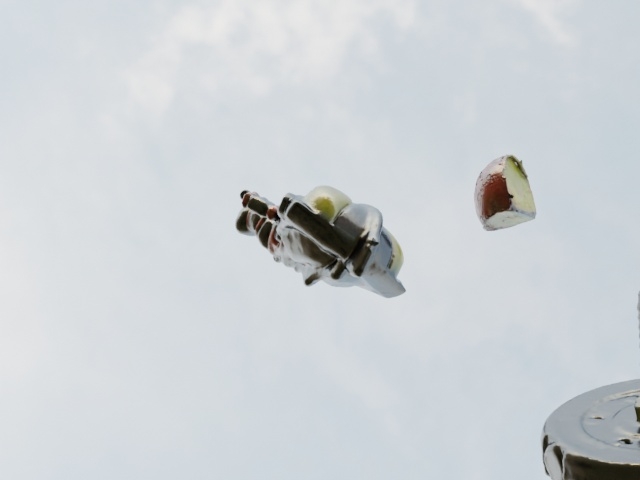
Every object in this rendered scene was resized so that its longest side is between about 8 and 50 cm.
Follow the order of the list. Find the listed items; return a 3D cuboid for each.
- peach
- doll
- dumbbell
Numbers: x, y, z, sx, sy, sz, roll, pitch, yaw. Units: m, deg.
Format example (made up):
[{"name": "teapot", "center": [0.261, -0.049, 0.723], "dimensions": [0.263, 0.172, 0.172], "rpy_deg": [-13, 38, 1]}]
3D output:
[{"name": "peach", "center": [0.166, -0.037, 1.314], "dimensions": [0.050, 0.083, 0.077], "rpy_deg": [-18, -58, 18]}, {"name": "doll", "center": [0.000, -0.003, 1.261], "dimensions": [0.127, 0.249, 0.088], "rpy_deg": [8, -90, -17]}, {"name": "dumbbell", "center": [0.209, 0.183, 0.841], "dimensions": [0.143, 0.143, 0.325], "rpy_deg": [0, -74, 29]}]
